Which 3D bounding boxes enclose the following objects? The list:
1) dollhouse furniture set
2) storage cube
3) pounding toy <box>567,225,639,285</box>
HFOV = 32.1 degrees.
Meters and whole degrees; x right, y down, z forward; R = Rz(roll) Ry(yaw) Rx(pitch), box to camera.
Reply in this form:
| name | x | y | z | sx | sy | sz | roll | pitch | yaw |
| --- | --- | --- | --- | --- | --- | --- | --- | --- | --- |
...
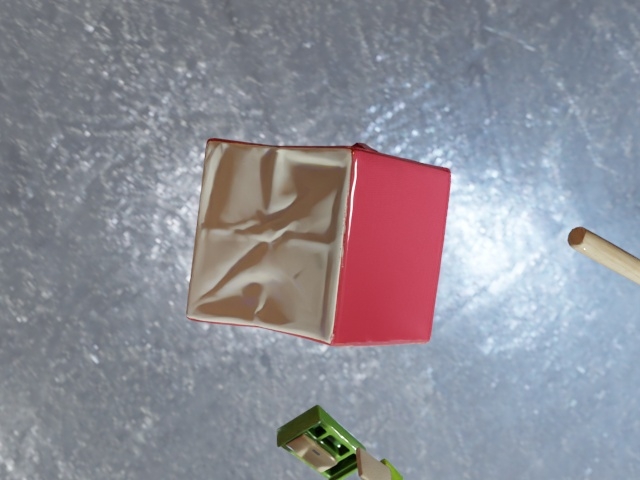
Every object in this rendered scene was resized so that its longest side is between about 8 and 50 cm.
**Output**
| name | x | y | z | sx | sy | sz | roll | pitch | yaw |
| --- | --- | --- | --- | --- | --- | --- | --- | --- | --- |
| dollhouse furniture set | 0.011 | 0.179 | 0.702 | 0.076 | 0.151 | 0.058 | -34 | 124 | 21 |
| storage cube | 0.000 | 0.000 | 1.132 | 0.193 | 0.184 | 0.215 | 5 | 92 | -56 |
| pounding toy | 0.237 | 0.007 | 0.584 | 0.155 | 0.154 | 0.269 | -27 | 145 | -10 |
